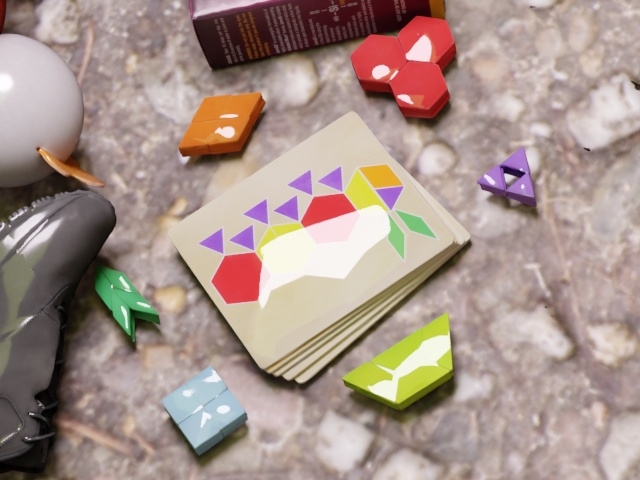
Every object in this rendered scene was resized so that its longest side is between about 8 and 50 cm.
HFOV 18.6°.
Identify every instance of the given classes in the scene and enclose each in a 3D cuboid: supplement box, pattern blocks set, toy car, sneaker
[{"bbox_3d":[-0.008,-0.210,1.482,0.188,0.081,0.104,-12,65,3],"label":"supplement box"},{"bbox_3d":[0.000,0.000,1.417,0.325,0.026,0.285,-26,65,-4],"label":"pattern blocks set"},{"bbox_3d":[-0.252,-0.118,1.449,0.219,0.210,0.238,-44,96,2],"label":"toy car"},{"bbox_3d":[-0.225,0.094,1.378,0.130,0.109,0.286,35,82,11],"label":"sneaker"}]
